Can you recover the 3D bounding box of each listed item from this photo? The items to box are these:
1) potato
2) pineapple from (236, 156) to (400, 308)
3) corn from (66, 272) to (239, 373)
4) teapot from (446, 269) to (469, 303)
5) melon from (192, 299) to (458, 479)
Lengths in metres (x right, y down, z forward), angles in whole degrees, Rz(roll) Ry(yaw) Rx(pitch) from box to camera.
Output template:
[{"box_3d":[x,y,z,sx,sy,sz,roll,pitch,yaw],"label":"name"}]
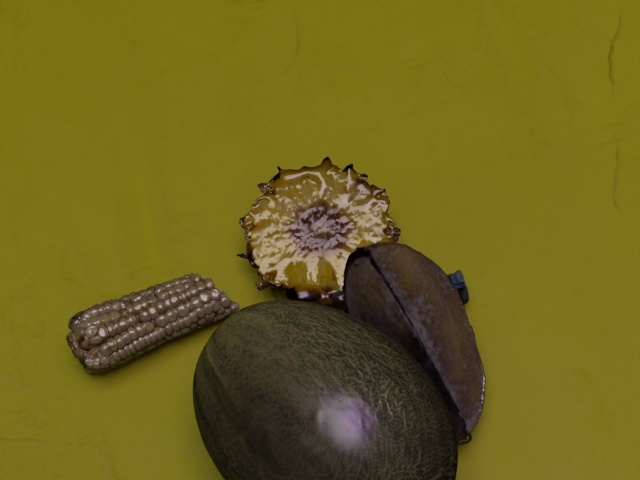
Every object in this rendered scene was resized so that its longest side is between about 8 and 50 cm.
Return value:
[{"box_3d":[0.116,0.112,1.477,0.100,0.120,0.261,-31,94,-35],"label":"potato"},{"box_3d":[0.000,0.000,1.564,0.225,0.076,0.224,-2,64,3],"label":"pineapple"},{"box_3d":[-0.212,0.093,1.522,0.211,0.087,0.087,-25,63,-13],"label":"corn"},{"box_3d":[0.141,0.061,1.529,0.083,0.063,0.049,-14,55,-5],"label":"teapot"},{"box_3d":[0.001,0.204,1.360,0.329,0.248,0.248,38,70,23],"label":"melon"}]
